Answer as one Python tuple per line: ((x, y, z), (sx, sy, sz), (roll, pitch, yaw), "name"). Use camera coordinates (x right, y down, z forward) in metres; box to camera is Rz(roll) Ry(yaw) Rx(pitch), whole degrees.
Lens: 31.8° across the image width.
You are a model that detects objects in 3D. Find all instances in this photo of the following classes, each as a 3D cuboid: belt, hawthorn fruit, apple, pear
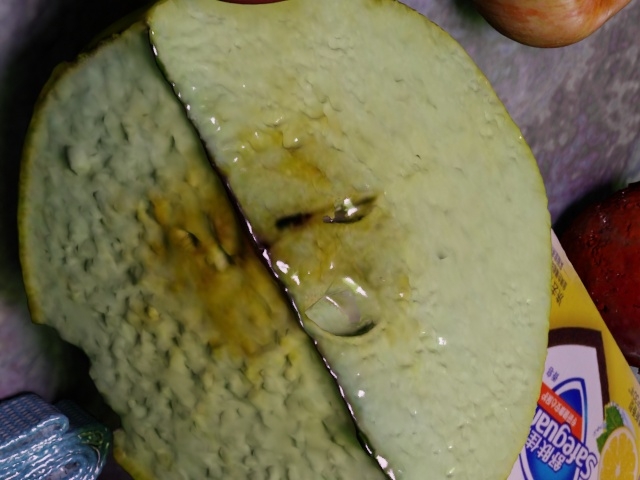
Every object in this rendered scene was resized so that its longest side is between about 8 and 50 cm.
((-0.189, 0.143, 0.574), (0.179, 0.065, 0.100), (-21, 114, -33), "belt")
((0.251, 0.042, 0.847), (0.148, 0.172, 0.148), (-7, 125, -10), "hawthorn fruit")
((0.143, -0.183, 0.679), (0.126, 0.102, 0.126), (-21, 125, -34), "apple")
((0.000, 0.000, 0.589), (0.292, 0.159, 0.292), (17, 63, -35), "pear")

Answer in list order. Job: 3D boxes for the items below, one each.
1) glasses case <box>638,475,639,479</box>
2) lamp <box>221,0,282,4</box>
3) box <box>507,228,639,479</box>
((0.340, 0.225, 1.039), (0.336, 0.144, 0.076), (-45, 133, -15), "glasses case")
((-0.026, -0.205, 0.434), (0.227, 0.227, 0.227), (-20, 123, -34), "lamp")
((0.128, 0.114, 0.773), (0.265, 0.097, 0.168), (54, 55, -37), "box")
